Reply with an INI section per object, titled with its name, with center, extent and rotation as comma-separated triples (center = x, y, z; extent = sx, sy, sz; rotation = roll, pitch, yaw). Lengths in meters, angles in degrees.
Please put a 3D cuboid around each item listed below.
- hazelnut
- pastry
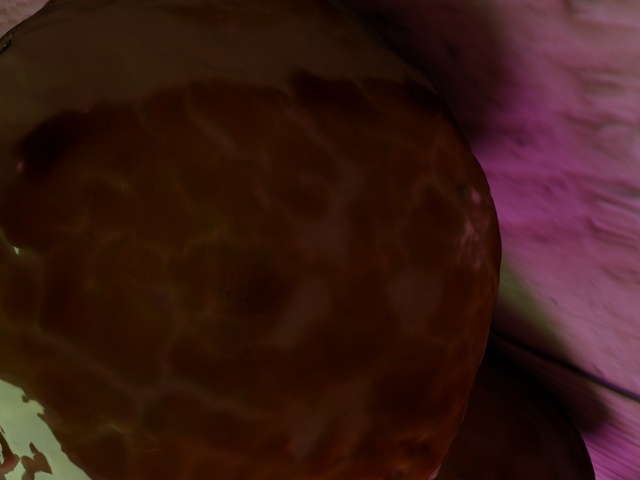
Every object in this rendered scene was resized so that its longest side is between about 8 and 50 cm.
[hazelnut]
center = 0.077, 0.231, 0.926
extent = 0.366, 0.366, 0.366
rotation = 44, 168, 12
[pastry]
center = -0.065, 0.029, 0.590
extent = 0.312, 0.388, 0.388
rotation = 17, 150, 52
